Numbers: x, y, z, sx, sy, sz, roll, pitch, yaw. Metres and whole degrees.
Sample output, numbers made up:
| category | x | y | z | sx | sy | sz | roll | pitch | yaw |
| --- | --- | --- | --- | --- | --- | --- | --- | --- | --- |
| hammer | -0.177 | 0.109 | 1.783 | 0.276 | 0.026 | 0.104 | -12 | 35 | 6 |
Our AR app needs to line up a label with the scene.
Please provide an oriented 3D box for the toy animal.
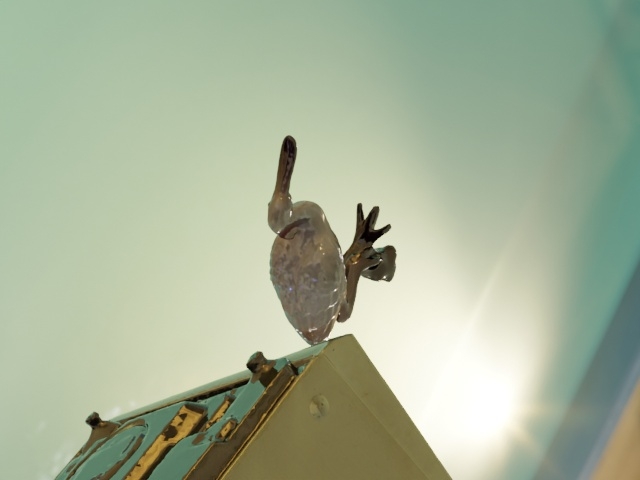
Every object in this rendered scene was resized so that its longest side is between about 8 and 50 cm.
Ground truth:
| category | x | y | z | sx | sy | sz | roll | pitch | yaw |
| --- | --- | --- | --- | --- | --- | --- | --- | --- | --- |
| toy animal | -0.012 | 0.017 | 1.911 | 0.324 | 0.090 | 0.195 | 34 | 71 | -60 |

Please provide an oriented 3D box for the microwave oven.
| category | x | y | z | sx | sy | sz | roll | pitch | yaw |
| --- | --- | --- | --- | --- | --- | --- | --- | --- | --- |
| microwave oven | -0.113 | 0.280 | 1.470 | 0.247 | 0.394 | 0.333 | 51 | 50 | -13 |
